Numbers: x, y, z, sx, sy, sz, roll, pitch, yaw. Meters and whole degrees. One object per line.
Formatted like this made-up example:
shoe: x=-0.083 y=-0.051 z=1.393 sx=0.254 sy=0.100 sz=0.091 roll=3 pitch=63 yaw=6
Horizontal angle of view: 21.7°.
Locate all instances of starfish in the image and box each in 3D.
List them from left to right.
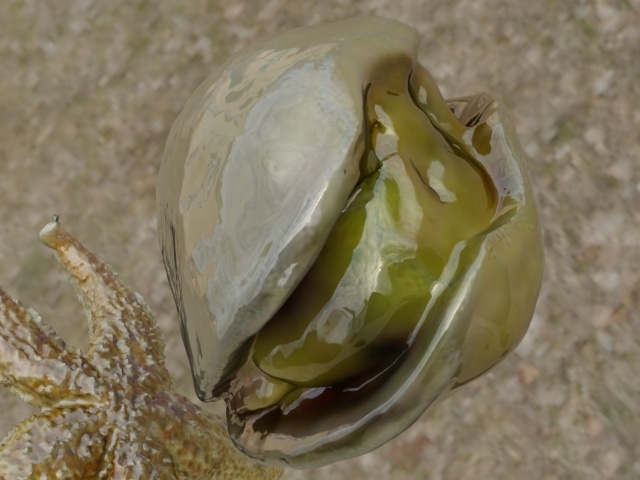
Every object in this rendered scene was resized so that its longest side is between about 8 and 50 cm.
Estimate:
starfish: x=-0.149 y=0.116 z=1.066 sx=0.060 sy=0.299 sz=0.302 roll=-43 pitch=19 yaw=35

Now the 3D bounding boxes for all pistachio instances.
pistachio: x=0.000 y=0.000 z=0.732 sx=0.197 sy=0.166 sz=0.288 roll=-55 pitch=3 yaw=8
